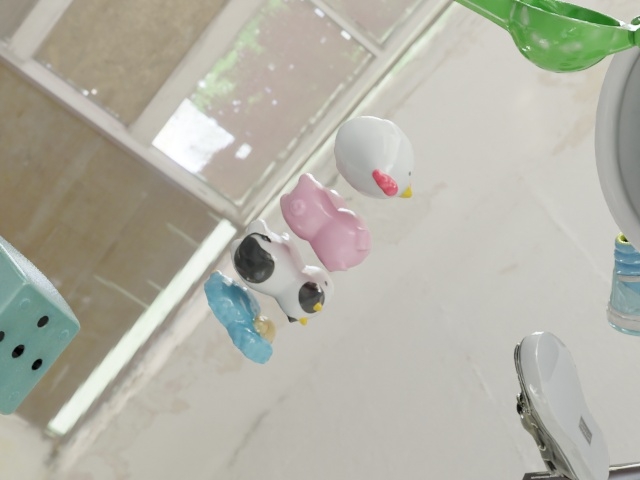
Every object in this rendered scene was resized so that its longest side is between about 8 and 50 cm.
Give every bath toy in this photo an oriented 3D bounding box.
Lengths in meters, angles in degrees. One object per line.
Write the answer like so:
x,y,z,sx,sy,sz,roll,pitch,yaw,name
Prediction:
0.000,0.000,1.162,0.348,0.151,0.129,-49,-148,19,bath toy

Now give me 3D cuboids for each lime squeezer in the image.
0.151,-0.144,0.433,0.310,0.109,0.059,-11,-178,21,lime squeezer

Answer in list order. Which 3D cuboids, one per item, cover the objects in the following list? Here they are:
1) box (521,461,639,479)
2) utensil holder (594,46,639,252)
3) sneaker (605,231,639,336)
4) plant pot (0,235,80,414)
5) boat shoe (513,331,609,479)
0.380,0.392,1.176,0.307,0.076,0.242,-19,-167,38,box
0.581,-0.126,1.048,0.328,0.386,0.327,176,-90,-68,utensil holder
0.600,0.042,1.369,0.319,0.208,0.127,-2,-158,18,sneaker
-0.353,0.047,0.836,0.234,0.165,0.165,28,-108,26,plant pot
0.151,0.115,0.590,0.040,0.142,0.049,-5,-140,36,boat shoe
